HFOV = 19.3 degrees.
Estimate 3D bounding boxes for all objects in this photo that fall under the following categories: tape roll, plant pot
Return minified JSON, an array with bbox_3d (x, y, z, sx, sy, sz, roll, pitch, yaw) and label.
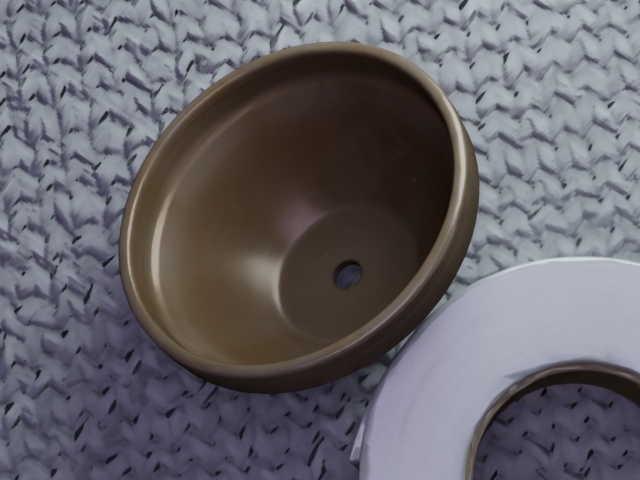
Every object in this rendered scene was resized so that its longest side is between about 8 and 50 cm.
[{"bbox_3d":[0.163,0.155,1.188,0.286,0.100,0.286,-1,81,3],"label":"tape roll"},{"bbox_3d":[0.000,0.000,1.197,0.237,0.110,0.237,-13,57,21],"label":"plant pot"}]
